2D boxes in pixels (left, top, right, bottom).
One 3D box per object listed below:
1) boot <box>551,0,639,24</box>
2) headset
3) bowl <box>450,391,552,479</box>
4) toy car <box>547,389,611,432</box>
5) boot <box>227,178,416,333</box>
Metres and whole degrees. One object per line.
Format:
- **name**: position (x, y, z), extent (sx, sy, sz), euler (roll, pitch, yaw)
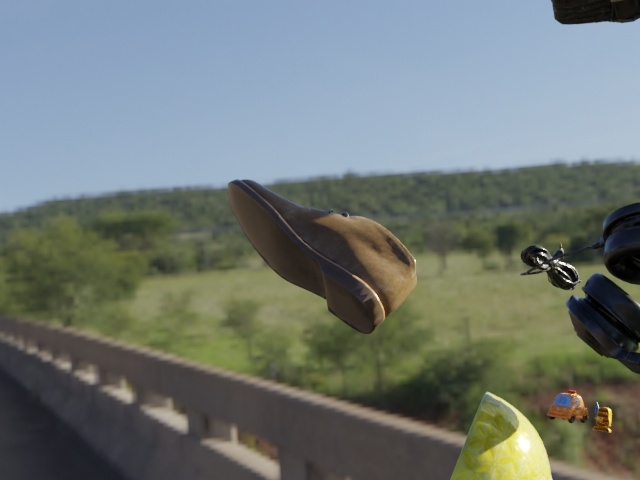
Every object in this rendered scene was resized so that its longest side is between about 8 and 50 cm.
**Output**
- **boot**: position (0.462, -0.448, 2.070), extent (0.260, 0.348, 0.131), euler (9, 45, 16)
- **headset**: position (0.453, 0.067, 2.030), extent (0.394, 0.243, 0.185), euler (16, -15, 46)
- **bowl**: position (0.254, 0.373, 2.008), extent (0.156, 0.289, 0.289), euler (21, 2, 10)
- **toy car**: position (0.337, 0.213, 1.782), extent (0.060, 0.040, 0.122), euler (7, -2, -33)
- **boot**: position (0.000, 0.000, 1.906), extent (0.115, 0.305, 0.112), euler (-39, -30, -24)
